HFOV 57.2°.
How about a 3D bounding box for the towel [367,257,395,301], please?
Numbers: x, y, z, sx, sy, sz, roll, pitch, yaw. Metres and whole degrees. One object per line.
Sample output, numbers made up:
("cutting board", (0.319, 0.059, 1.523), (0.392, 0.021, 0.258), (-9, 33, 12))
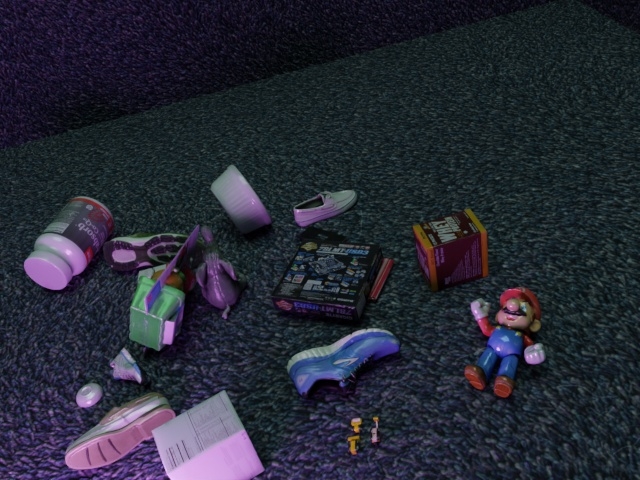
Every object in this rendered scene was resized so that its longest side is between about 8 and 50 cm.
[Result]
("towel", (0.094, 0.116, 2.001), (0.275, 0.031, 0.199), (8, 44, 25))

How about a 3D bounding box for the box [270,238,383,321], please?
("box", (0.027, 0.120, 1.934), (0.295, 0.073, 0.293), (5, 41, 22))

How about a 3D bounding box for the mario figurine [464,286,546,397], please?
("mario figurine", (0.502, 0.247, 1.597), (0.198, 0.170, 0.320), (32, 59, 1))

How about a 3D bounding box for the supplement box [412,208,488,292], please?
("supplement box", (0.415, 0.032, 1.871), (0.194, 0.191, 0.129), (-17, 39, -2))

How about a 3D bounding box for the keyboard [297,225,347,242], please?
("keyboard", (0.000, 0.000, 2.178), (0.180, 0.023, 0.108), (17, 42, 34))

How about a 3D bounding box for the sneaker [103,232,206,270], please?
("sneaker", (-0.620, 0.016, 2.273), (0.410, 0.158, 0.182), (1, 24, 12))

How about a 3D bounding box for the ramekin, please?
("ramekin", (-0.314, -0.147, 2.274), (0.127, 0.273, 0.273), (-36, 42, -7))

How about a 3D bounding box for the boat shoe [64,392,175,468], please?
("boat shoe", (-0.566, 0.532, 1.652), (0.302, 0.113, 0.103), (-21, 37, -25))

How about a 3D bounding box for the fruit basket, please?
("fruit basket", (-0.478, 0.168, 1.918), (0.165, 0.327, 0.353), (26, 45, 6))

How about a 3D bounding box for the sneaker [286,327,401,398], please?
("sneaker", (0.079, 0.359, 1.662), (0.330, 0.130, 0.147), (-21, 53, -3))

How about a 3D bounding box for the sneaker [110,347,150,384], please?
("sneaker", (-0.601, 0.414, 1.839), (0.083, 0.071, 0.191), (-41, 37, -20))

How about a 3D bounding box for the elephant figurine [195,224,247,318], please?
("elephant figurine", (-0.356, 0.103, 1.988), (0.186, 0.239, 0.169), (20, 49, 34))

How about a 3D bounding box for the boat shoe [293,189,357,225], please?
("boat shoe", (0.018, -0.148, 2.296), (0.267, 0.088, 0.096), (-21, 39, -8))

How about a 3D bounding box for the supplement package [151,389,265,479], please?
("supplement package", (-0.281, 0.531, 1.486), (0.203, 0.194, 0.149), (-27, 40, -15))

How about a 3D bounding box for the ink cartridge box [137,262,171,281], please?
("ink cartridge box", (-0.576, 0.144, 2.121), (0.135, 0.099, 0.056), (-14, 39, 0))

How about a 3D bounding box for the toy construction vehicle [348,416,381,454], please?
("toy construction vehicle", (0.115, 0.506, 1.526), (0.086, 0.035, 0.098), (-17, 35, 15))

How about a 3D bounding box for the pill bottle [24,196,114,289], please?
("pill bottle", (-0.991, 0.009, 2.328), (0.210, 0.210, 0.363), (0, 42, 17))

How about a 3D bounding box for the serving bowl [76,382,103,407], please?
("serving bowl", (-0.722, 0.475, 1.825), (0.083, 0.027, 0.083), (-9, 39, 8))
